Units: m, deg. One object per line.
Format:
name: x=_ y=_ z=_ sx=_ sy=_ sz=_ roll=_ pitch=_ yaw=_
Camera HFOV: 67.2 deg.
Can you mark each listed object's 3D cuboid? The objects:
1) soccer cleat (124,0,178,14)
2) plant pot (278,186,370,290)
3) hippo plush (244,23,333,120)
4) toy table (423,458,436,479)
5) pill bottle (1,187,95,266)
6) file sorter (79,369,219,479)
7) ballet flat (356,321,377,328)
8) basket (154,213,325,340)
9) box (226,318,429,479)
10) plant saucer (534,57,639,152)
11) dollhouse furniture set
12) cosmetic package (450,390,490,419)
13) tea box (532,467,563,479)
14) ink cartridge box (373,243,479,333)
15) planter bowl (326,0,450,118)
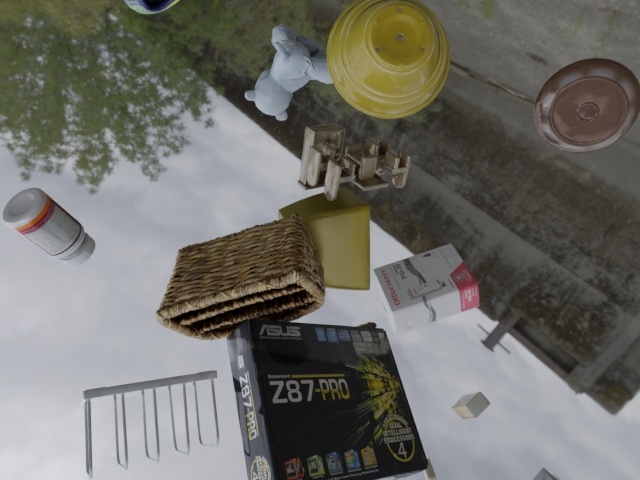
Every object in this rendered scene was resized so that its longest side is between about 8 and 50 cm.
soccer cleat: x=-0.225 y=-0.497 z=0.869 sx=0.121 sy=0.289 sz=0.093 roll=43 pitch=166 yaw=41
plant pot: x=0.000 y=0.000 z=1.181 sx=0.187 sy=0.212 sz=0.212 roll=-7 pitch=-161 yaw=-13
hippo plush: x=-0.085 y=-0.482 z=1.474 sx=0.234 sy=0.237 sz=0.294 roll=23 pitch=-148 yaw=-20
toy table: x=0.357 y=0.811 z=1.434 sx=0.252 sy=0.161 sz=0.274 roll=-16 pitch=-152 yaw=-13
pill bottle: x=-0.713 y=-0.029 z=1.283 sx=0.121 sy=0.121 sz=0.221 roll=46 pitch=170 yaw=36
file sorter: x=-0.385 y=0.410 z=1.094 sx=0.277 sy=0.193 sz=0.173 roll=-2 pitch=-108 yaw=-29
ballet flat: x=0.058 y=0.296 z=1.406 sx=0.249 sy=0.084 sz=0.058 roll=-28 pitch=-106 yaw=-21
basket: x=-0.141 y=0.118 z=0.975 sx=0.223 sy=0.298 sz=0.214 roll=-96 pitch=-12 yaw=-57
box: x=0.020 y=0.331 z=0.975 sx=0.394 sy=0.097 sz=0.319 roll=13 pitch=-133 yaw=-39
plant saucer: x=0.547 y=-0.268 z=0.991 sx=0.198 sy=0.199 sz=0.036 roll=32 pitch=-141 yaw=0
dollhouse furniture set: x=0.058 y=-0.166 z=1.189 sx=0.212 sy=0.161 sz=0.242 roll=-14 pitch=-141 yaw=-31
cosmetic package: x=0.396 y=0.438 z=1.277 sx=0.041 sy=0.060 sz=0.115 roll=50 pitch=160 yaw=14
tea box: x=0.530 y=0.739 z=1.073 sx=0.323 sy=0.329 sz=0.220 roll=38 pitch=180 yaw=-40
ink cartridge box: x=0.335 y=0.153 z=1.557 sx=0.207 sy=0.282 sz=0.117 roll=-109 pitch=1 yaw=-49
planter bowl: x=0.122 y=-0.319 z=0.792 sx=0.217 sy=0.217 sz=0.090 roll=30 pitch=180 yaw=-5
